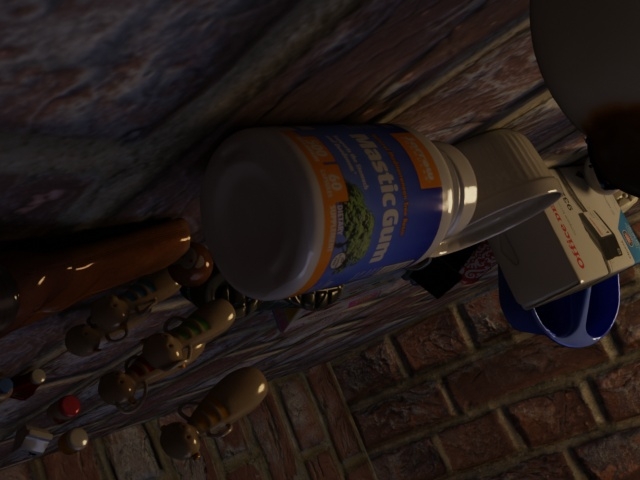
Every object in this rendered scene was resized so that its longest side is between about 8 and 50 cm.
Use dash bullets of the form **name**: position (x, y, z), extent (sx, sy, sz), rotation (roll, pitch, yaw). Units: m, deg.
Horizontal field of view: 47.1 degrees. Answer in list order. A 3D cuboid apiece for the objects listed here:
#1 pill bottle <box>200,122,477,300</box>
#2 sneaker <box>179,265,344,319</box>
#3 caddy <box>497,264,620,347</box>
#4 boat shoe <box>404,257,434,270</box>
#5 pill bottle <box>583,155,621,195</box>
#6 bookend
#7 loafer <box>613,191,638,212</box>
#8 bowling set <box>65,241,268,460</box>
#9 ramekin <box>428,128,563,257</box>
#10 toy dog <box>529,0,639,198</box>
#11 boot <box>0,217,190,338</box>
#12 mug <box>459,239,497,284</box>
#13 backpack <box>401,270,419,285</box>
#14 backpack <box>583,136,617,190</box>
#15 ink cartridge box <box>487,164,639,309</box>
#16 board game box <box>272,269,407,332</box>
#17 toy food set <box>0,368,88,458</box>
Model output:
- **pill bottle**: position (0.033, -0.038, 0.716), extent (0.272, 0.152, 0.152), rotation (-11, 163, -44)
- **sneaker**: position (-0.080, 0.055, 1.073), extent (0.267, 0.101, 0.106), rotation (-2, -178, -40)
- **caddy**: position (0.530, 0.063, 1.608), extent (0.241, 0.341, 0.179), rotation (2, 172, -21)
- **boat shoe**: position (0.140, -0.003, 1.136), extent (0.108, 0.102, 0.301), rotation (-41, 162, 35)
- **pill bottle**: position (0.588, -0.144, 1.401), extent (0.160, 0.087, 0.087), rotation (-16, 166, -28)
- **bookend**: position (0.250, 0.012, 1.344), extent (0.157, 0.072, 0.156), rotation (-50, 174, -18)
- **loafer**: position (0.632, -0.052, 1.808), extent (0.319, 0.112, 0.111), rotation (-22, 159, -6)
- **bowling set**: position (-0.205, 0.102, 0.883), extent (0.154, 0.287, 0.199), rotation (-33, 137, -42)
- **ramekin**: position (0.217, -0.068, 1.018), extent (0.207, 0.109, 0.207), rotation (-22, 168, -5)
- **toy dog**: position (0.317, -0.175, 0.498), extent (0.408, 0.284, 0.395), rotation (-13, -178, -35)
- **boot**: position (-0.306, 0.054, 0.741), extent (0.264, 0.096, 0.280), rotation (-32, 176, 31)
- **mug**: position (0.354, -0.005, 1.598), extent (0.113, 0.150, 0.169), rotation (21, 145, -16)
- **backpack**: position (0.205, 0.041, 1.473), extent (0.084, 0.105, 0.114), rotation (2, 165, -7)
- **backpack**: position (0.503, -0.148, 1.164), extent (0.158, 0.117, 0.173), rotation (-27, 166, 15)
- **ink cartridge box**: position (0.457, -0.016, 1.387), extent (0.307, 0.223, 0.129), rotation (-10, 162, -46)
- **board game box**: position (0.040, 0.085, 1.437), extent (0.242, 0.064, 0.316), rotation (-19, 167, -17)
- **toy food set**: position (-0.471, 0.277, 1.190), extent (0.232, 0.111, 0.104), rotation (27, 137, -32)
